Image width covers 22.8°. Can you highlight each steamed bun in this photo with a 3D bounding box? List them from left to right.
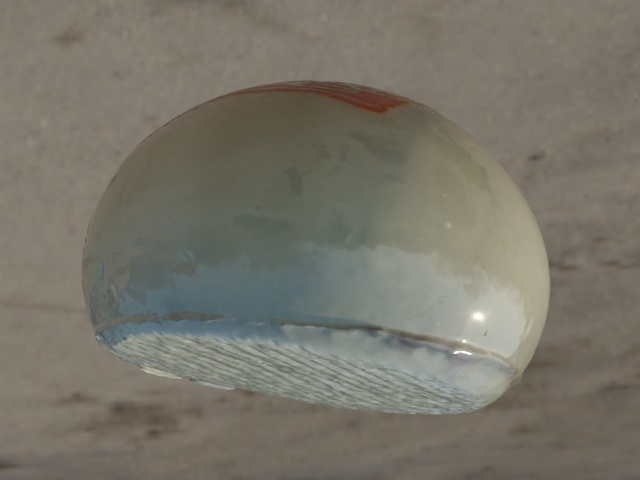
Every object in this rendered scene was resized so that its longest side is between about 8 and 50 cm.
[{"bbox_3d":[0.000,0.000,1.256,0.374,0.241,0.374,7,170,1],"label":"steamed bun"}]
